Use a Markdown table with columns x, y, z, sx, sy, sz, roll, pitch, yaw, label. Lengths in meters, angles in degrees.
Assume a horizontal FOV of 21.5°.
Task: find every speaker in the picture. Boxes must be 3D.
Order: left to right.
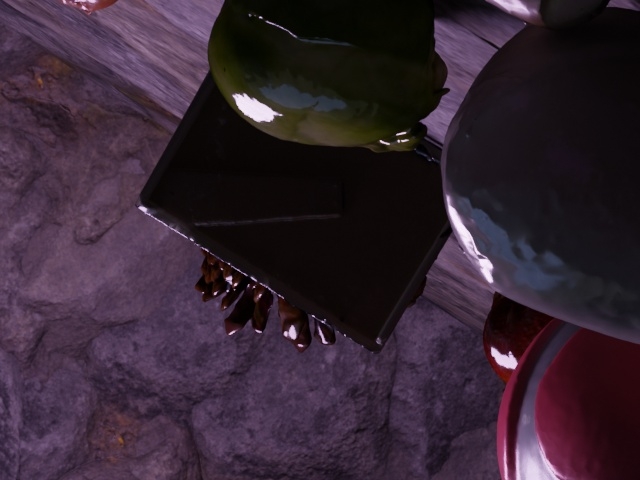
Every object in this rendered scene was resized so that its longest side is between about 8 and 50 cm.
| x | y | z | sx | sy | sz | roll | pitch | yaw | label |
| --- | --- | --- | --- | --- | --- | --- | --- | --- | --- |
| 0.297 | 0.166 | 1.387 | 0.294 | 0.294 | 0.294 | 32 | 176 | 2 | speaker |

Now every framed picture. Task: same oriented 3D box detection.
| x | y | z | sx | sy | sz | roll | pitch | yaw | label |
| --- | --- | --- | --- | --- | --- | --- | --- | --- | --- |
| -0.013 | -0.047 | 1.592 | 0.281 | 0.209 | 0.019 | 33 | -168 | 6 | framed picture |

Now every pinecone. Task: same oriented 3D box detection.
| x | y | z | sx | sy | sz | roll | pitch | yaw | label |
| --- | --- | --- | --- | --- | --- | --- | --- | --- | --- |
| 0.005 | -0.009 | 1.747 | 0.264 | 0.264 | 0.264 | 32 | 176 | 2 | pinecone |

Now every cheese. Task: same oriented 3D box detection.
| x | y | z | sx | sy | sz | roll | pitch | yaw | label |
| --- | --- | --- | --- | --- | --- | --- | --- | --- | --- |
| 0.151 | -0.031 | 0.811 | 0.198 | 0.154 | 0.189 | 19 | 180 | -3 | cheese |

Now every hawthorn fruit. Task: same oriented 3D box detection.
| x | y | z | sx | sy | sz | roll | pitch | yaw | label |
| --- | --- | --- | --- | --- | --- | --- | --- | --- | --- |
| 0.252 | 0.091 | 1.585 | 0.188 | 0.169 | 0.169 | 36 | 175 | -15 | hawthorn fruit |

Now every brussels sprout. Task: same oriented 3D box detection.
| x | y | z | sx | sy | sz | roll | pitch | yaw | label |
| --- | --- | --- | --- | --- | --- | --- | --- | --- | --- |
| 0.004 | -0.125 | 1.058 | 0.145 | 0.131 | 0.183 | 10 | 179 | -9 | brussels sprout |

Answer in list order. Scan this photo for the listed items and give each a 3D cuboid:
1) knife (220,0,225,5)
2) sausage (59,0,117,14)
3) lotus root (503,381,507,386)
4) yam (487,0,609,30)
| x | y | z | sx | sy | sz | roll | pitch | yaw | label |
| --- | --- | --- | --- | --- | --- | --- | --- | --- | --- |
| -0.057 | -0.190 | 1.245 | 0.123 | 0.053 | 0.278 | 37 | 176 | 8 | knife |
| -0.292 | -0.288 | 1.674 | 0.304 | 0.078 | 0.078 | 27 | 174 | 34 | sausage |
| 0.267 | 0.124 | 1.806 | 0.152 | 0.160 | 0.275 | 41 | -179 | 17 | lotus root |
| 0.012 | -0.175 | 0.797 | 0.299 | 0.066 | 0.066 | 28 | 175 | 27 | yam |
